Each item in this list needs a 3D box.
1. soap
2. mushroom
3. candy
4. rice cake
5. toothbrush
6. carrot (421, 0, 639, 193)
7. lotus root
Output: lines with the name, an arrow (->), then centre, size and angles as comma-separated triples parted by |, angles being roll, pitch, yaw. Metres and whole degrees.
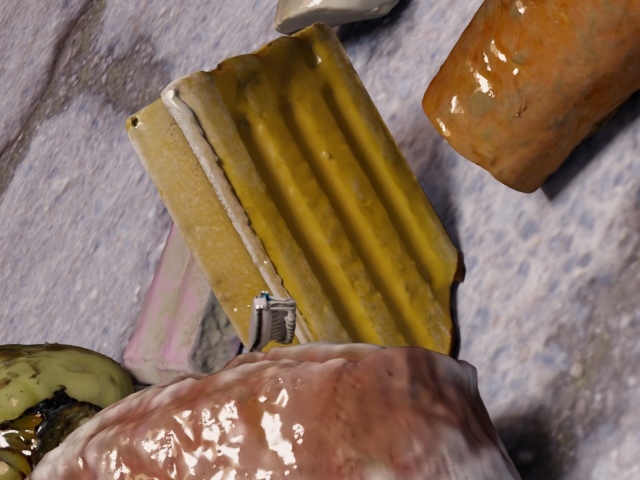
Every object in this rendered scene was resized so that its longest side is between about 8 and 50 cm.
soap -> 0.000, 0.000, 1.080 | 0.160, 0.258, 0.080 | -29, 1, -43
mushroom -> 0.033, -0.256, 1.331 | 0.116, 0.093, 0.225 | -8, 58, 59
candy -> -0.032, 0.146, 0.945 | 0.289, 0.214, 0.157 | -21, 72, 15
rice cake -> -0.072, -0.019, 1.330 | 0.106, 0.050, 0.298 | -5, 61, 53
toothbrush -> -0.041, 0.117, 1.057 | 0.288, 0.026, 0.024 | 101, 172, -53
carrot -> 0.185, -0.164, 1.003 | 0.302, 0.138, 0.139 | -46, 34, 23
lotus root -> -0.248, 0.159, 1.336 | 0.309, 0.173, 0.173 | 1, 66, 55
